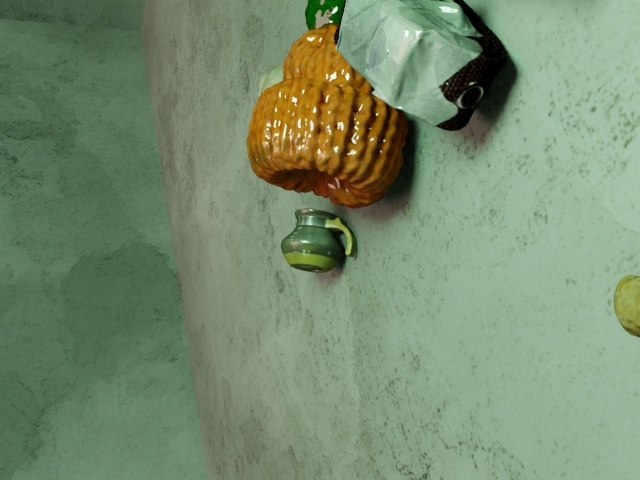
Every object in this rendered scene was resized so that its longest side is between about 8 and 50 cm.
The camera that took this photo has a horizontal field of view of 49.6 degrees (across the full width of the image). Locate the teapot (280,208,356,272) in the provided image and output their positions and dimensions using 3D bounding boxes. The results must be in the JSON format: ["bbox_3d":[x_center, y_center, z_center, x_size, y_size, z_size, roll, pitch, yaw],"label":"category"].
[{"bbox_3d":[0.000,0.000,1.416,0.166,0.130,0.119,0,75,34],"label":"teapot"}]

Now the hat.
[{"bbox_3d":[0.050,-0.262,1.204,0.285,0.285,0.400,-4,62,66],"label":"hat"}]

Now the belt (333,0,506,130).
[{"bbox_3d":[0.139,-0.294,0.981,0.289,0.184,0.164,60,140,37],"label":"belt"}]

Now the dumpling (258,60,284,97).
[{"bbox_3d":[-0.084,-0.336,1.563,0.199,0.118,0.136,-40,55,34],"label":"dumpling"}]

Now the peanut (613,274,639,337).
[{"bbox_3d":[0.356,0.082,0.658,0.193,0.089,0.089,-133,46,-61],"label":"peanut"}]
